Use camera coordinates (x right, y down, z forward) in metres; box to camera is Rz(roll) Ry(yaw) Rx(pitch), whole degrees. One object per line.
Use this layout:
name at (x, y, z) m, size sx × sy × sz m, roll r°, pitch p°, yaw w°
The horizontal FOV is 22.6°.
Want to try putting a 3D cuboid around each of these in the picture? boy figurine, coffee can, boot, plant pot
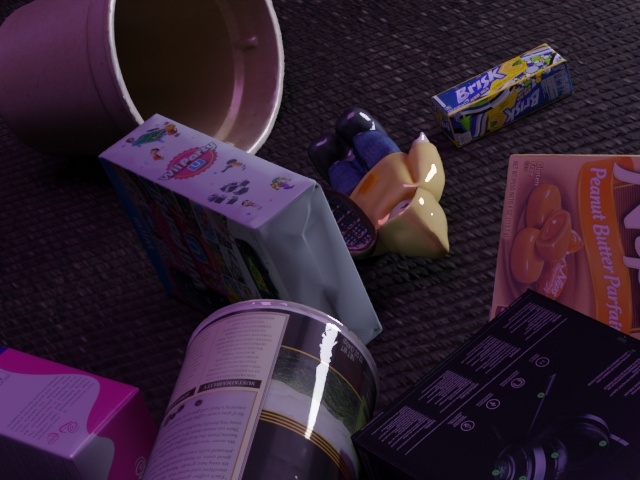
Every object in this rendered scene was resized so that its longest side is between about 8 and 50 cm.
boy figurine at (0.070, -0.050, 1.888) m, size 0.177 × 0.092 × 0.285 m, roll -40°, pitch 30°, yaw 6°
coffee can at (-0.063, 0.218, 1.499) m, size 0.201 × 0.201 × 0.275 m, roll -8°, pitch 36°, yaw 19°
boot at (0.000, 0.000, 1.854) m, size 0.082 × 0.106 × 0.219 m, roll -42°, pitch 41°, yaw -21°
plant pot at (-0.271, -0.239, 2.179) m, size 0.305 × 0.334 × 0.334 m, roll -7°, pitch 35°, yaw 39°

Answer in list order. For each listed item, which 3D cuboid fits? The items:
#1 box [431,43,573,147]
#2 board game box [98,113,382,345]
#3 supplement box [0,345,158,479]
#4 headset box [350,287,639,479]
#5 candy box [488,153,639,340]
box at (0.230, -0.184, 2.029) m, size 0.169 × 0.054 × 0.059 m, roll -25°, pitch 35°, yaw -7°
board game box at (-0.093, 0.002, 1.796) m, size 0.097 × 0.224 × 0.303 m, roll -40°, pitch 38°, yaw -22°
supplement box at (-0.285, 0.207, 1.712) m, size 0.220 × 0.114 × 0.111 m, roll 11°, pitch 45°, yaw 40°
headset box at (0.217, 0.202, 1.437) m, size 0.246 × 0.131 × 0.283 m, roll -38°, pitch 38°, yaw -24°
candy box at (0.318, 0.012, 1.557) m, size 0.087 × 0.183 × 0.316 m, roll 10°, pitch -4°, yaw -43°
